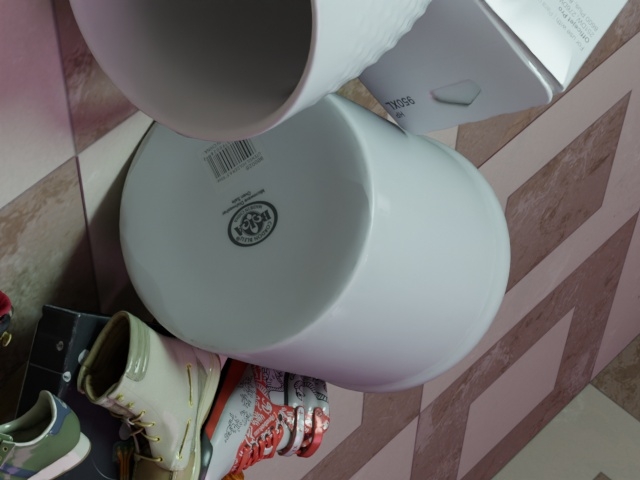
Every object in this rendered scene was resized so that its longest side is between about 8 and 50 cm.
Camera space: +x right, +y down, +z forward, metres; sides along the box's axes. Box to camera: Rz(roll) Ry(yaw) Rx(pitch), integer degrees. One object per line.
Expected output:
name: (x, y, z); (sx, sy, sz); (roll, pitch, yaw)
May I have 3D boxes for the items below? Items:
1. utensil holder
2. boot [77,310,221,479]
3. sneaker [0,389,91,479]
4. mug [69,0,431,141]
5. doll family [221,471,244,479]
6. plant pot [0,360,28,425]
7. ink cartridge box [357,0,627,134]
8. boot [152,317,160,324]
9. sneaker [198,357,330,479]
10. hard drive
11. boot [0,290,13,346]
utensil holder: (0.000, 0.000, 1.882); (0.327, 0.327, 0.385); (-55, 155, 8)
boot: (-0.191, 0.192, 1.745); (0.165, 0.077, 0.213); (31, 69, -53)
sneaker: (-0.320, 0.220, 1.632); (0.192, 0.064, 0.086); (-36, 127, -25)
mug: (-0.043, -0.243, 1.539); (0.328, 0.276, 0.374); (-37, 162, -47)
doll family: (-0.195, 0.314, 2.134); (0.263, 0.163, 0.118); (-48, 178, -6)
plant pot: (-0.313, 0.206, 1.970); (0.236, 0.032, 0.236); (-40, 154, -24)
ink cartridge box: (0.222, -0.320, 1.776); (0.395, 0.166, 0.285); (-53, -160, -24)
boot: (-0.215, 0.168, 1.952); (0.295, 0.104, 0.211); (-19, 132, -62)
sneaker: (-0.068, 0.229, 1.986); (0.090, 0.145, 0.270); (-61, -175, 32)
hard drive: (-0.244, 0.250, 1.808); (0.237, 0.064, 0.339); (14, 88, -54)
boot: (-0.394, 0.168, 1.652); (0.284, 0.138, 0.377); (-56, 151, 11)
